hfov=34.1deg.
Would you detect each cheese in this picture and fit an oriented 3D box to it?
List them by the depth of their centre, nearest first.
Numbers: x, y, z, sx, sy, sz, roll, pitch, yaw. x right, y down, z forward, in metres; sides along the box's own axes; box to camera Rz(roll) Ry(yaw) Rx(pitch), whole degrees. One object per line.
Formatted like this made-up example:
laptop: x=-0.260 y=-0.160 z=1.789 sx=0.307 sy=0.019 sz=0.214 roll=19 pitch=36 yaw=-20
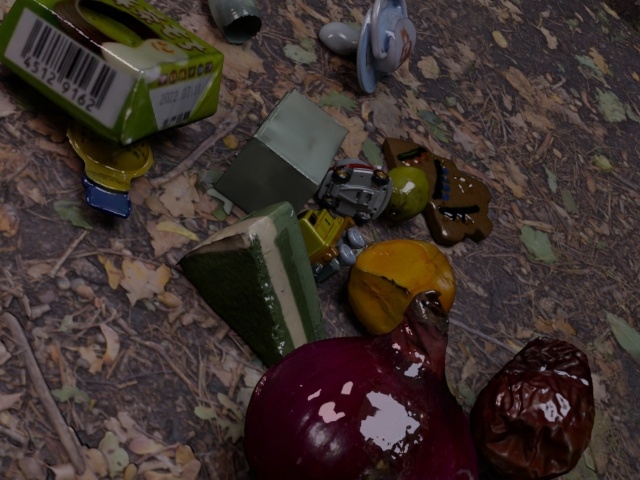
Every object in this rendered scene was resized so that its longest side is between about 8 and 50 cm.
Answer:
cheese: x=-0.345 y=-0.134 z=1.704 sx=0.156 sy=0.064 sz=0.250 roll=20 pitch=40 yaw=-25

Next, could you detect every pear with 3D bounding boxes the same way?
pear: x=0.165 y=-0.093 z=2.083 sx=0.107 sy=0.107 sz=0.131 roll=40 pitch=54 yaw=-3

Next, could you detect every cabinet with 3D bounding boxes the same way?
cabinet: x=-0.068 y=-0.151 z=1.901 sx=0.150 sy=0.145 sz=0.206 roll=37 pitch=38 yaw=-7

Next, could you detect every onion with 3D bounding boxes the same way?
onion: x=0.081 y=0.241 z=1.456 sx=0.347 sy=0.385 sz=0.348 roll=25 pitch=15 yaw=-7

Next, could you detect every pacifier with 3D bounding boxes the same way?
pacifier: x=0.098 y=-0.465 z=2.356 sx=0.207 sy=0.227 sz=0.279 roll=9 pitch=31 yaw=22

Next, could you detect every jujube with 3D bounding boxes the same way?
jujube: x=0.385 y=0.288 z=1.851 sx=0.216 sy=0.216 sz=0.342 roll=43 pitch=30 yaw=0

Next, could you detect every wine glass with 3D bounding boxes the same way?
wine glass: x=-0.180 y=-0.603 z=2.136 sx=0.096 sy=0.264 sz=0.310 roll=-5 pitch=58 yaw=-36

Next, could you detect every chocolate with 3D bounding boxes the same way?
chocolate: x=-0.342 y=-0.308 z=1.749 sx=0.301 sy=0.137 sz=0.288 roll=36 pitch=28 yaw=13

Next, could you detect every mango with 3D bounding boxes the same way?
mango: x=0.164 y=0.082 z=1.898 sx=0.187 sy=0.138 sz=0.257 roll=39 pitch=31 yaw=23

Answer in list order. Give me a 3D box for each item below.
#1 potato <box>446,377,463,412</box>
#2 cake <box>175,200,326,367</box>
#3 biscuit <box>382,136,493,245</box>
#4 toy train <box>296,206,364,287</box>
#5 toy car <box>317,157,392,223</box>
potato: x=0.139 y=0.234 z=1.748 sx=0.261 sy=0.120 sz=0.100 roll=18 pitch=38 yaw=-29
cake: x=-0.063 y=0.077 z=1.674 sx=0.284 sy=0.172 sz=0.158 roll=50 pitch=40 yaw=5
biscuit: x=0.249 y=-0.114 z=2.229 sx=0.301 sy=0.043 sz=0.278 roll=41 pitch=37 yaw=-3
toy train: x=0.000 y=0.000 z=1.825 sx=0.127 sy=0.089 sz=0.219 roll=52 pitch=22 yaw=-8
toy car: x=0.059 y=-0.113 z=2.024 sx=0.139 sy=0.112 sz=0.112 roll=13 pitch=31 yaw=-20
